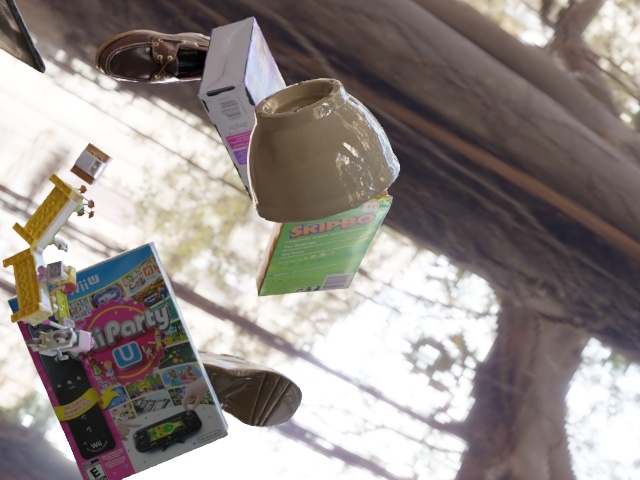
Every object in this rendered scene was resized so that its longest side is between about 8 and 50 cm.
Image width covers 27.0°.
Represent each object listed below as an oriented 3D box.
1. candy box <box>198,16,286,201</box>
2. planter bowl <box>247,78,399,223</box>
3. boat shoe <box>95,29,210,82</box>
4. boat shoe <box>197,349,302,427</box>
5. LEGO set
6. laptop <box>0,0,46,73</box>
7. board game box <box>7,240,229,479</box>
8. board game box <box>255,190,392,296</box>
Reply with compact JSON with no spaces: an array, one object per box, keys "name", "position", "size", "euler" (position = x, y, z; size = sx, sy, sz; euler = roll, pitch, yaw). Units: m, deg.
[{"name":"candy box","position":[-0.093,-0.181,1.860],"size":[0.070,0.196,0.164],"euler":[-13,-141,15]},{"name":"planter bowl","position":[-0.009,-0.103,1.404],"size":[0.162,0.109,0.162],"euler":[-16,-155,7]},{"name":"boat shoe","position":[-0.228,-0.269,1.970],"size":[0.073,0.207,0.073],"euler":[40,-49,40]},{"name":"boat shoe","position":[-0.159,0.240,2.268],"size":[0.098,0.302,0.109],"euler":[37,-75,48]},{"name":"LEGO set","position":[-0.333,0.019,1.769],"size":[0.132,0.107,0.287],"euler":[-2,-109,27]},{"name":"laptop","position":[-0.421,-0.239,1.237],"size":[0.136,0.264,0.234],"euler":[-52,158,-20]},{"name":"board game box","position":[-0.291,0.181,1.943],"size":[0.224,0.303,0.097],"euler":[-22,-177,-2]},{"name":"board game box","position":[0.000,0.000,1.626],"size":[0.259,0.124,0.039],"euler":[116,-34,-64]}]
